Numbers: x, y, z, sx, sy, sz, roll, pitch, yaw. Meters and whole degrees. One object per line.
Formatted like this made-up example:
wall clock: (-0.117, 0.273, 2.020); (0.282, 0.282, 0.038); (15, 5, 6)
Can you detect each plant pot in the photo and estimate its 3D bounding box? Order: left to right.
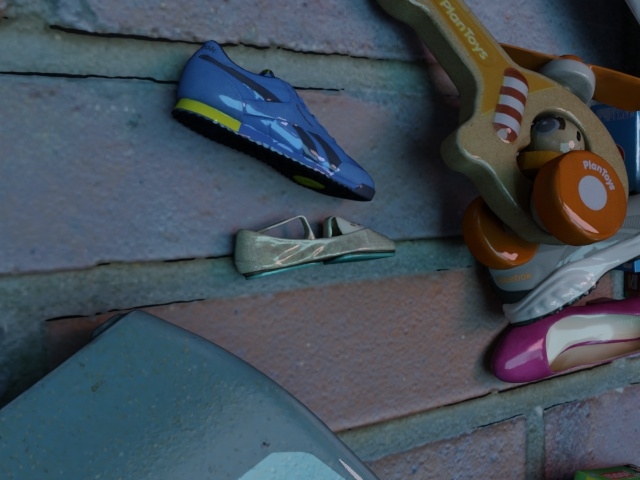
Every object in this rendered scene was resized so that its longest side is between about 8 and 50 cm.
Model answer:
plant pot: (-0.116, 0.190, 0.432); (0.248, 0.247, 0.252); (-39, 93, -21)

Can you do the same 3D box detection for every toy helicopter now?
toy helicopter: (0.188, -0.160, 0.616); (0.235, 0.140, 0.355); (-39, 92, -26)

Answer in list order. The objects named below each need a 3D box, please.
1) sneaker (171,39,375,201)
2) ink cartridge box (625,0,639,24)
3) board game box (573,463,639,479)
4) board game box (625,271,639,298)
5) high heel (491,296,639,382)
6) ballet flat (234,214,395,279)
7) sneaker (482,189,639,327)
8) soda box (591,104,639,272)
sneaker: (-0.025, -0.102, 0.548); (0.209, 0.069, 0.082); (26, 77, -27)
ink cartridge box: (0.536, -0.269, 0.681); (0.395, 0.286, 0.166); (49, 37, -16)
board game box: (0.344, 0.447, 0.767); (0.214, 0.046, 0.317); (18, 84, -46)
board game box: (0.480, -0.064, 0.849); (0.145, 0.027, 0.281); (-4, 95, -30)
high heel: (0.321, 0.122, 0.723); (0.244, 0.117, 0.082); (-10, 98, -28)
ballet flat: (0.000, 0.000, 0.578); (0.168, 0.057, 0.052); (-8, 87, -28)
sneaker: (0.305, -0.012, 0.686); (0.272, 0.100, 0.108); (-31, 79, -4)
soda box: (0.393, -0.069, 0.778); (0.071, 0.067, 0.210); (-4, 96, -28)
